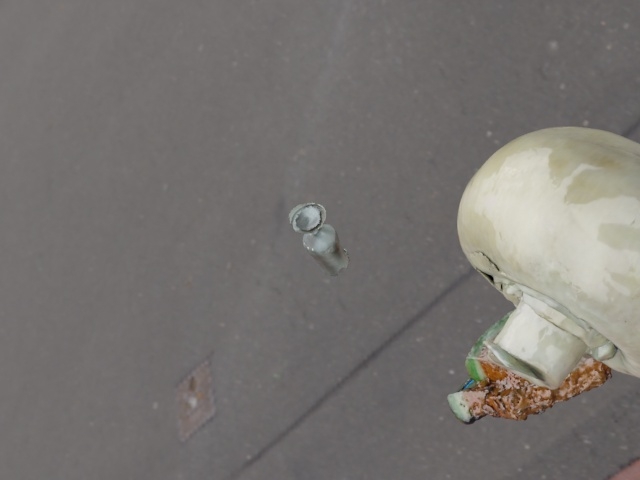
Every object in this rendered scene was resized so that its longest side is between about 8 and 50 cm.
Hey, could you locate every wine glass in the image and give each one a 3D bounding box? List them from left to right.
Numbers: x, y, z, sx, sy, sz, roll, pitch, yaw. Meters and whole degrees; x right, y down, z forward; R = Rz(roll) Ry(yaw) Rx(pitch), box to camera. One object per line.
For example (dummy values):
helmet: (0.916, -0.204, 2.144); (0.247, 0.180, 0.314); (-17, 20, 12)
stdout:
wine glass: (0.000, 0.000, 1.068); (0.042, 0.083, 0.039); (11, 62, 31)

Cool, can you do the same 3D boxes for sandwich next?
sandwich: (0.241, 0.122, 1.194); (0.235, 0.079, 0.159); (-30, 11, 13)

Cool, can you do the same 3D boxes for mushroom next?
mushroom: (0.209, 0.026, 0.847); (0.202, 0.246, 0.246); (-51, 36, 0)
